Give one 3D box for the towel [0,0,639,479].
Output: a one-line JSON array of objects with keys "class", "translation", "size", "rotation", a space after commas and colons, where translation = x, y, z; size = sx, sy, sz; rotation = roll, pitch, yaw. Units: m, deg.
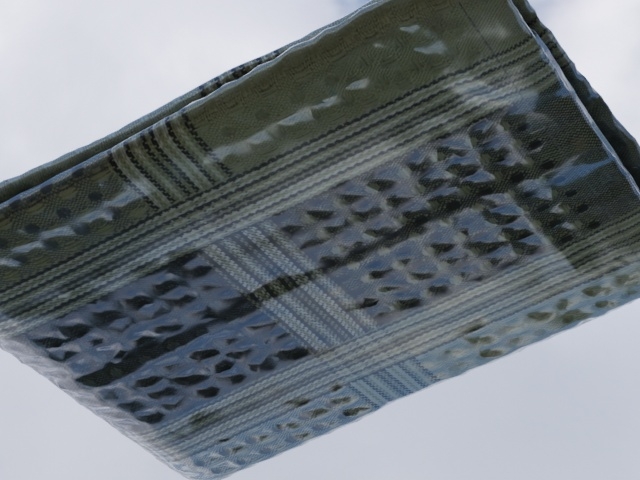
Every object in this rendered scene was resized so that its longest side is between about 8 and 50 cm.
[{"class": "towel", "translation": [0.000, 0.000, 0.926], "size": [0.324, 0.056, 0.312], "rotation": [-24, -35, 15]}]
